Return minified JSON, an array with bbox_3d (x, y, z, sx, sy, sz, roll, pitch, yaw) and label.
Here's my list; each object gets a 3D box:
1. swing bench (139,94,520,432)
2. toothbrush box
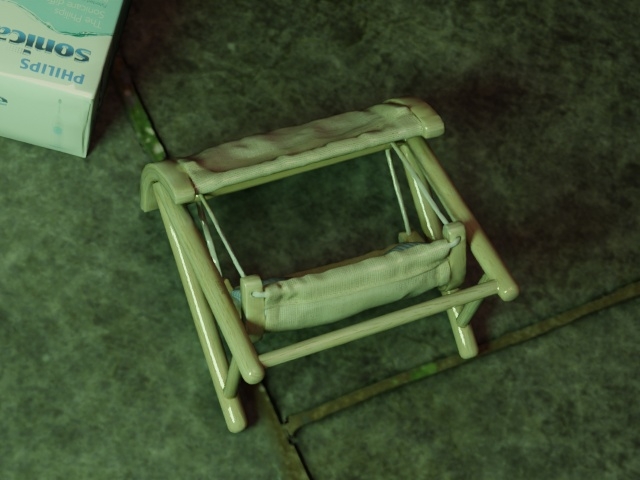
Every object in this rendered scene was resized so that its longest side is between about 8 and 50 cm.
[{"bbox_3d":[0.000,0.000,1.475,0.253,0.165,0.255,-17,70,-16],"label":"swing bench"},{"bbox_3d":[-0.282,-0.253,1.556,0.216,0.126,0.295,14,64,-5],"label":"toothbrush box"}]
